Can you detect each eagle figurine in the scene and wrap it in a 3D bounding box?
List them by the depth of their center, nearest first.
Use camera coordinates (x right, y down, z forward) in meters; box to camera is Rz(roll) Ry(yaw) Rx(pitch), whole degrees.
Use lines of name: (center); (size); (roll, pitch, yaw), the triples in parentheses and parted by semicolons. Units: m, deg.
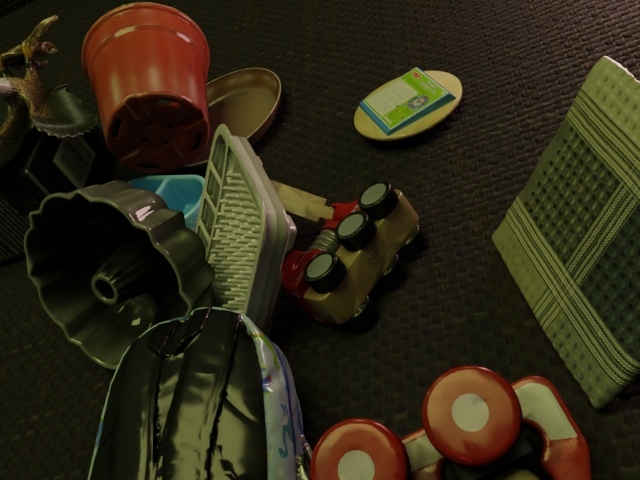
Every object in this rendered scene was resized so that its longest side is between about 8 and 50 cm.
eagle figurine: (-0.579, -0.258, 1.421); (0.226, 0.225, 0.299); (-47, 59, 49)

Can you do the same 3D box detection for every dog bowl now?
dog bowl: (-0.312, -0.056, 1.423); (0.297, 0.074, 0.166); (3, 52, 34)

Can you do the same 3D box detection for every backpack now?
backpack: (-0.145, 0.261, 0.891); (0.290, 0.273, 0.356); (-18, 67, 18)

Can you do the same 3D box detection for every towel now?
towel: (0.345, -0.019, 0.855); (0.056, 0.312, 0.324); (8, 36, -21)

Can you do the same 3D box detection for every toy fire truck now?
toy fire truck: (0.143, 0.286, 0.750); (0.302, 0.169, 0.254); (-26, 67, 2)
toy fire truck: (0.000, 0.000, 1.126); (0.246, 0.158, 0.217); (8, 55, 52)

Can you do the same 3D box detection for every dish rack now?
dish rack: (-0.124, 0.002, 1.140); (0.072, 0.286, 0.333); (4, 30, -23)

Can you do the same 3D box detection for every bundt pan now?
bundt pan: (-0.303, 0.051, 1.150); (0.330, 0.331, 0.124); (-3, 24, 30)

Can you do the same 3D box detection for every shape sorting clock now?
shape sorting clock: (0.160, -0.248, 1.331); (0.206, 0.040, 0.206); (-20, 39, 17)

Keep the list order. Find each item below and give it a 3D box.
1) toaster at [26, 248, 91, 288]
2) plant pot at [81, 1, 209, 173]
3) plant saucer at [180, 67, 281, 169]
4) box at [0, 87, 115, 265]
toaster: (-0.430, 0.054, 1.323); (0.185, 0.168, 0.110); (-36, 38, -5)
plant pot: (-0.345, -0.295, 1.482); (0.272, 0.272, 0.265); (-25, 49, 9)
plant saucer: (-0.215, -0.258, 1.578); (0.310, 0.050, 0.311); (-17, 44, 17)
box: (-0.705, -0.123, 1.636); (0.395, 0.212, 0.294); (-16, 44, 18)
